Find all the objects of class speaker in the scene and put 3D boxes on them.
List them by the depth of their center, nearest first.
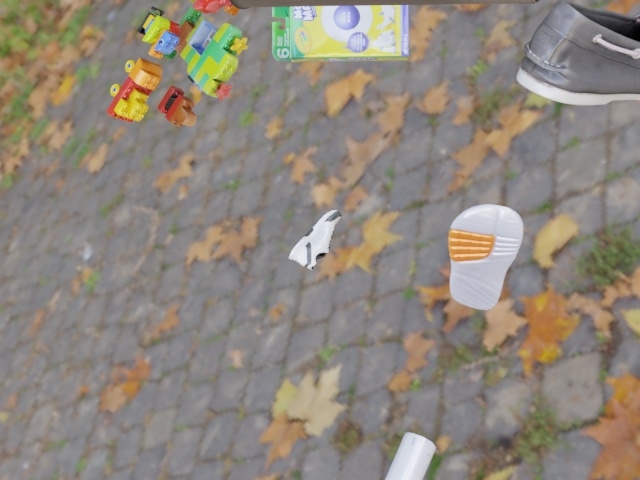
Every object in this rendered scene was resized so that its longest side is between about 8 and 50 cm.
[{"bbox_3d":[0.129,0.368,1.798,0.055,0.055,0.136,-3,55,53],"label":"speaker"}]

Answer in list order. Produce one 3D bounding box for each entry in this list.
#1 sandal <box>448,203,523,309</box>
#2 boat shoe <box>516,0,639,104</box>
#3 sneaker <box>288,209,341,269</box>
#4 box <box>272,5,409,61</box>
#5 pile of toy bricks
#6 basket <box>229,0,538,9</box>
[{"bbox_3d":[0.238,0.007,1.716,0.265,0.102,0.076,94,-166,-58],"label":"sandal"},{"bbox_3d":[0.347,-0.208,1.254,0.112,0.335,0.095,42,127,36],"label":"boat shoe"},{"bbox_3d":[0.000,0.000,1.677,0.109,0.044,0.040,-49,-8,-28],"label":"sneaker"},{"bbox_3d":[0.025,-0.287,1.520,0.043,0.179,0.105,2,-93,-87],"label":"box"},{"bbox_3d":[-0.122,-0.190,1.219,0.212,0.118,0.105,-55,53,18],"label":"pile of toy bricks"},{"bbox_3d":[0.060,-0.257,0.861,0.227,0.154,0.204,12,91,17],"label":"basket"}]
